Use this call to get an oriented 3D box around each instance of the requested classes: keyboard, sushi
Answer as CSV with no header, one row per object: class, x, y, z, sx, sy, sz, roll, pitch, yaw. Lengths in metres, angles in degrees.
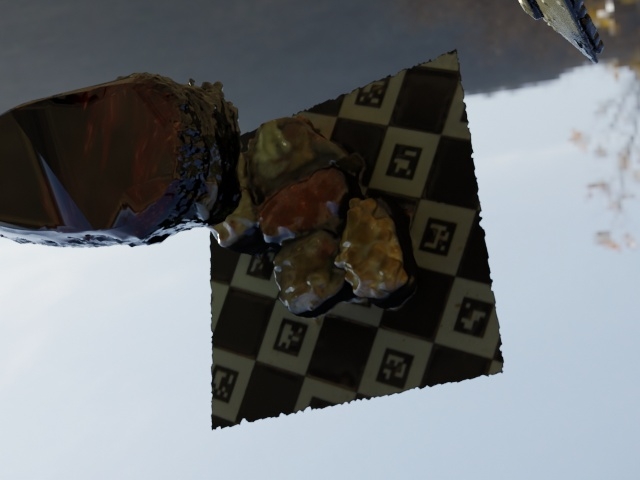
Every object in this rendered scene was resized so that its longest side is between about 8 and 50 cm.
keyboard,0.107,-0.172,0.844,0.023,0.231,0.072,-44,-123,2
sushi,0.000,0.000,1.311,0.294,0.292,0.059,-18,154,30
sushi,-0.174,-0.058,1.240,0.225,0.136,0.126,-8,174,25
